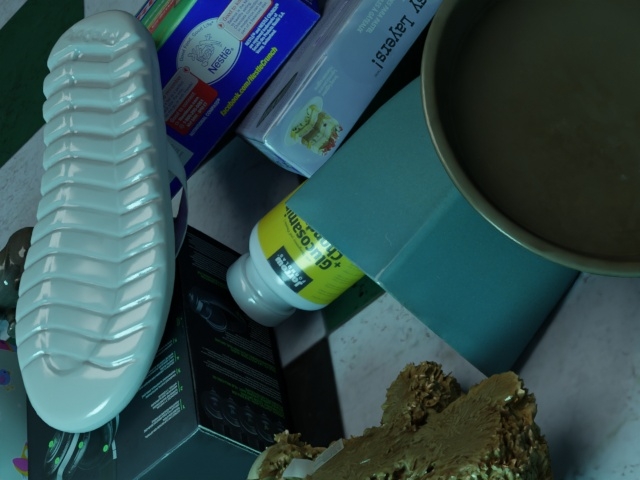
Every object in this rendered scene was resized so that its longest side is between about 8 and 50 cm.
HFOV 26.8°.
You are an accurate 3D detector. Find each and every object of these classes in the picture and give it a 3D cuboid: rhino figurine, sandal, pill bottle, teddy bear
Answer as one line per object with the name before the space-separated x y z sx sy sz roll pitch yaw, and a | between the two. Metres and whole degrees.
rhino figurine | -0.415 0.076 1.732 0.243 0.073 0.106 -43 42 24
sandal | -0.189 -0.022 1.280 0.169 0.102 0.416 -8 71 30
pill bottle | 0.000 0.000 1.247 0.184 0.103 0.103 -40 40 26
teddy bear | 0.045 0.210 1.035 0.338 0.113 0.245 -31 23 26

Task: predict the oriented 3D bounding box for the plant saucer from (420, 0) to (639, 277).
plant saucer | 0.207 -0.101 0.972 0.041 0.277 0.278 107 178 -69

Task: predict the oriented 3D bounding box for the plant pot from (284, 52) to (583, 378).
plant pot | 0.130 -0.045 1.077 0.234 0.165 0.166 -49 36 1

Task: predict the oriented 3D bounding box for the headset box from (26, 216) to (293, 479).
headset box | -0.161 0.169 1.301 0.246 0.131 0.283 -40 39 24

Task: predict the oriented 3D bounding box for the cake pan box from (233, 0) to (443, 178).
cake pan box | 0.026 -0.188 1.293 0.267 0.070 0.246 -55 14 -2

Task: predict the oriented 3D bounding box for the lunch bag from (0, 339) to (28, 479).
lunch bag | -0.355 0.239 1.412 0.160 0.223 0.262 -42 40 32

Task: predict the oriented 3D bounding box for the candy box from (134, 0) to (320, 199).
candy box | -0.130 -0.225 1.482 0.268 0.122 0.317 -49 18 18
